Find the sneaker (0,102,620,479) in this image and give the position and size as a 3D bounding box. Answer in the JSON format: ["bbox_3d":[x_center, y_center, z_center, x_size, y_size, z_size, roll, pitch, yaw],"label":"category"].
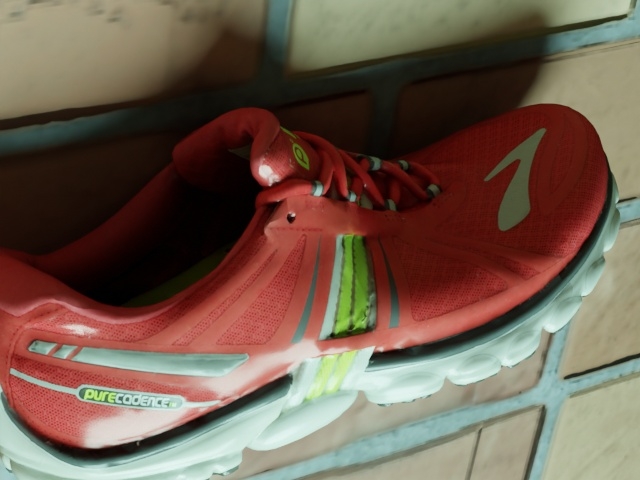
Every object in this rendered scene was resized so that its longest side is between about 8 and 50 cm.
[{"bbox_3d":[0.000,0.000,0.707,0.279,0.107,0.118,-25,125,-25],"label":"sneaker"}]
